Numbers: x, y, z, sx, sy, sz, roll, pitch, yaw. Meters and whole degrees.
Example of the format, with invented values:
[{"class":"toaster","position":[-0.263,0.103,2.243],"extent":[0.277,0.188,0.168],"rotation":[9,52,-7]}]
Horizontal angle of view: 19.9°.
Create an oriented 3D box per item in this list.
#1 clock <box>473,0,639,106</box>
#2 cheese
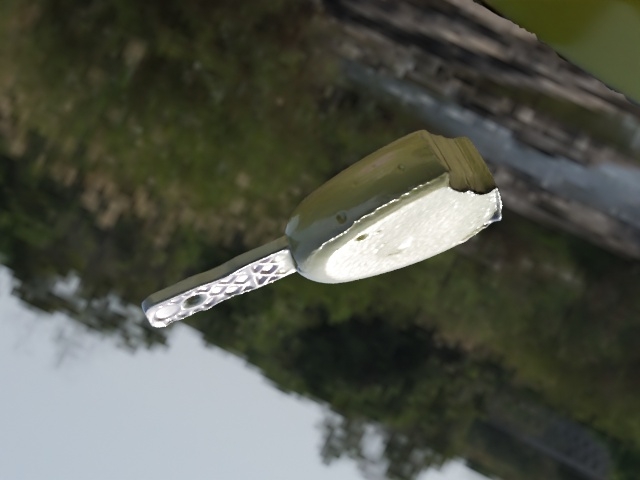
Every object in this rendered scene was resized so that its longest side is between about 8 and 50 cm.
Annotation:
[{"class":"clock","position":[0.161,-0.108,0.744],"extent":[0.294,0.071,0.277],"rotation":[19,-156,-20]},{"class":"cheese","position":[0.000,0.000,1.229],"extent":[0.127,0.255,0.050],"rotation":[77,169,-66]}]
